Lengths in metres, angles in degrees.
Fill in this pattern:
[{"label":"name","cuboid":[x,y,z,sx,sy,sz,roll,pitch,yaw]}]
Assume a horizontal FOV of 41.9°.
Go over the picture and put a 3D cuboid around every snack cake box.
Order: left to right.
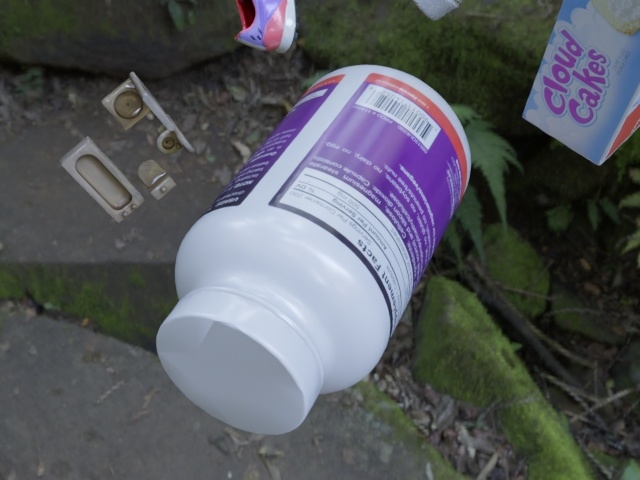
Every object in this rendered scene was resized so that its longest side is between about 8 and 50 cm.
[{"label":"snack cake box","cuboid":[0.270,-0.203,0.673,0.089,0.264,0.152,38,62,20]}]

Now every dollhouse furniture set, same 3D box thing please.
[{"label":"dollhouse furniture set","cuboid":[-0.246,-0.104,1.085,0.151,0.144,0.123,-40,31,-1]}]

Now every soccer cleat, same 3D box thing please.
[{"label":"soccer cleat","cuboid":[-0.118,-0.526,1.639,0.116,0.108,0.319,0,80,-27]}]

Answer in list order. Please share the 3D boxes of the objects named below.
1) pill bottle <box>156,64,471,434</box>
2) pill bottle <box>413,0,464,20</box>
[{"label":"pill bottle","cuboid":[0.000,0.000,0.708,0.181,0.182,0.323,18,46,18]},{"label":"pill bottle","cuboid":[0.229,-0.421,1.076,0.283,0.161,0.161,-31,38,24]}]
